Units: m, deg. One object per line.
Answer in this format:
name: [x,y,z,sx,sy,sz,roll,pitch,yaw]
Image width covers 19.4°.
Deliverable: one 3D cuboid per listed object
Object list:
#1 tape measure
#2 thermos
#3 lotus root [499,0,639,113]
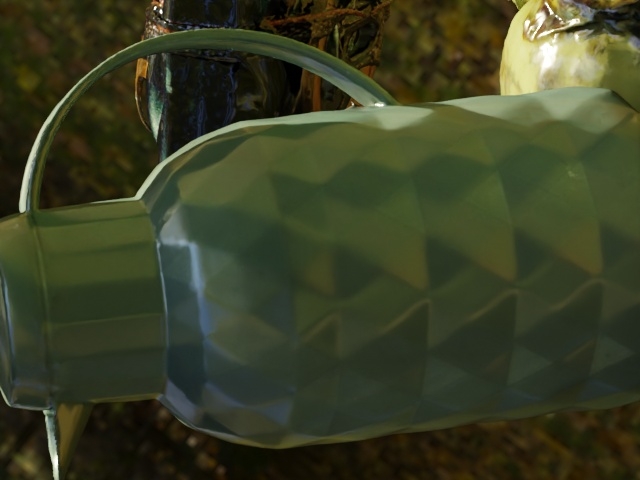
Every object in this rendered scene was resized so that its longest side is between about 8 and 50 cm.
tape measure: [-0.028,-0.134,1.221,0.135,0.223,0.202,14,121,18]
thermos: [0.000,0.000,0.797,0.286,0.182,0.145,-4,178,-16]
lotus root: [0.179,-0.052,1.008,0.173,0.173,0.309,29,157,27]
